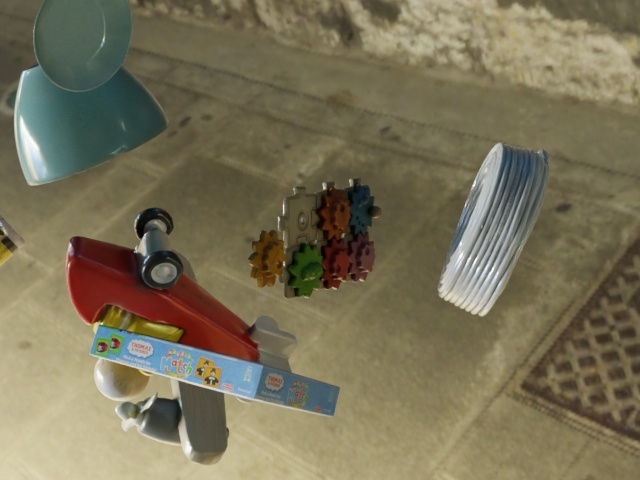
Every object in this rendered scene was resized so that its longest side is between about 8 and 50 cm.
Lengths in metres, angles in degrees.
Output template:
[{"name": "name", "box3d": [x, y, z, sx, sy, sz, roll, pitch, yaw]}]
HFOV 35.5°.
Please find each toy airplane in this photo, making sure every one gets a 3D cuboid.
[{"name": "toy airplane", "box3d": [-0.225, 0.162, 1.560, 0.272, 0.386, 0.384, -39, 81, 11]}]

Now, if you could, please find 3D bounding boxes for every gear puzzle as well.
[{"name": "gear puzzle", "box3d": [0.000, 0.000, 1.554, 0.044, 0.175, 0.339, 6, 11, 34]}]

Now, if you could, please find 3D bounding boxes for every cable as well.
[{"name": "cable", "box3d": [0.251, -0.018, 1.463, 0.089, 0.257, 0.257, 23, 15, 3]}]

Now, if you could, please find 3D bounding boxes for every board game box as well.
[{"name": "board game box", "box3d": [-0.108, 0.137, 1.046, 0.212, 0.160, 0.039, 10, 80, 31]}]

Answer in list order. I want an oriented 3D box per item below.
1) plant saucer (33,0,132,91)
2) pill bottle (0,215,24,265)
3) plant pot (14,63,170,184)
[{"name": "plant saucer", "box3d": [-0.393, -0.341, 1.624, 0.037, 0.195, 0.195, 24, 59, 34]}, {"name": "pill bottle", "box3d": [-0.553, 0.031, 1.470, 0.208, 0.119, 0.119, -43, 42, -12]}, {"name": "plant pot", "box3d": [-0.455, -0.252, 1.877, 0.290, 0.195, 0.290, -20, 17, 6]}]
